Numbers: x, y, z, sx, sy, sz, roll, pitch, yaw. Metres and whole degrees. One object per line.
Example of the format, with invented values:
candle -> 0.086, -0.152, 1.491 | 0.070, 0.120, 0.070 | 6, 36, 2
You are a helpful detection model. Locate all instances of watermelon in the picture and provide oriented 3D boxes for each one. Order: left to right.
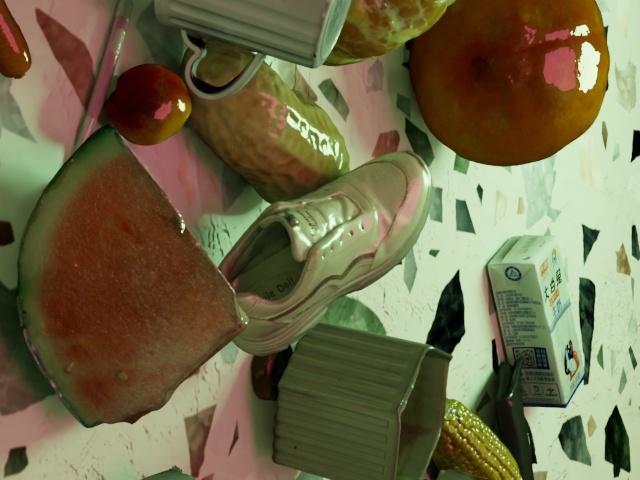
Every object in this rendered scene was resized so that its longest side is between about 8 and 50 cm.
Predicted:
watermelon -> -0.229, 0.059, 1.360 | 0.222, 0.319, 0.292 | -39, 99, -11

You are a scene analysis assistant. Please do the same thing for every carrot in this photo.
carrot -> -0.361, -0.276, 1.290 | 0.043, 0.043, 0.248 | -51, 127, -44

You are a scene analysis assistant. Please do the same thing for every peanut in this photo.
peanut -> -0.070, -0.148, 1.640 | 0.325, 0.140, 0.153 | 45, 43, -43

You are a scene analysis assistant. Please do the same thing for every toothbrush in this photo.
toothbrush -> -0.258, -0.159, 1.454 | 0.020, 0.025, 0.286 | 34, 61, -45

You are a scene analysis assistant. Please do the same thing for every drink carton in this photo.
drink carton -> 0.413, 0.153, 2.385 | 0.130, 0.106, 0.315 | -43, 124, -52

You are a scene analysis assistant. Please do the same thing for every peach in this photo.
peach -> -0.200, -0.159, 1.474 | 0.100, 0.100, 0.101 | 1, 89, -56
peach -> 0.303, -0.286, 2.039 | 0.301, 0.342, 0.343 | -20, 107, -73

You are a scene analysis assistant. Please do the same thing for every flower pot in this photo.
flower pot -> 0.059, 0.233, 1.745 | 0.209, 0.189, 0.239 | 75, 34, -48

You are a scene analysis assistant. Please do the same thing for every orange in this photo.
orange -> 0.047, -0.387, 1.650 | 0.249, 0.329, 0.329 | 41, 56, -38

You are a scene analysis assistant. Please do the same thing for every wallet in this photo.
wallet -> 0.373, 0.416, 2.335 | 0.197, 0.051, 0.377 | -57, 139, -68

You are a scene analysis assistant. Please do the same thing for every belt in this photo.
belt -> -0.068, 0.178, 1.728 | 0.059, 0.036, 0.083 | 18, 74, -48

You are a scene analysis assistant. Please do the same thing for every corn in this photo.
corn -> 0.258, 0.370, 2.143 | 0.322, 0.119, 0.119 | 54, 47, -42

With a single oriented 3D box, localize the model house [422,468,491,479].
model house -> 0.252, 0.567, 2.029 | 0.298, 0.243, 0.284 | -60, 140, -23

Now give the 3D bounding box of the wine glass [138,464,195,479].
wine glass -> -0.227, 0.353, 1.409 | 0.241, 0.126, 0.126 | -31, 115, -50

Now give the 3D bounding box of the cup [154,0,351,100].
cup -> -0.076, -0.281, 1.477 | 0.167, 0.202, 0.221 | -63, 171, -47

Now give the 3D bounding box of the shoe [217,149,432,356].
shoe -> 0.000, 0.000, 1.577 | 0.342, 0.132, 0.210 | -41, 161, -3
